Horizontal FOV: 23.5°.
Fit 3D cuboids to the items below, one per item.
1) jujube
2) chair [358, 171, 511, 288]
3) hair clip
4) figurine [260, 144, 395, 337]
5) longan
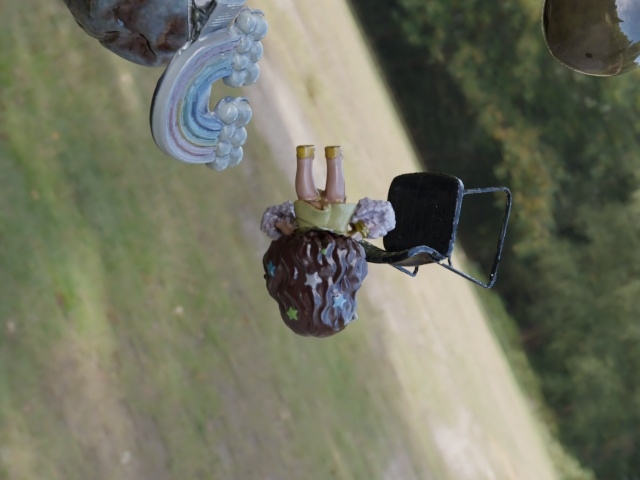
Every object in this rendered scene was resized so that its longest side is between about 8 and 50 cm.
[{"bbox_3d":[-0.223,-0.374,1.986,0.215,0.246,0.308,-1,74,-37],"label":"jujube"},{"bbox_3d":[0.137,-0.024,2.102,0.221,0.140,0.145,13,86,-52],"label":"chair"},{"bbox_3d":[-0.121,-0.165,1.589,0.054,0.140,0.220,31,-57,32],"label":"hair clip"},{"bbox_3d":[0.000,0.002,1.926,0.116,0.175,0.240,14,78,-78],"label":"figurine"},{"bbox_3d":[0.229,-0.189,1.217,0.106,0.106,0.119,-80,180,-78],"label":"longan"}]
